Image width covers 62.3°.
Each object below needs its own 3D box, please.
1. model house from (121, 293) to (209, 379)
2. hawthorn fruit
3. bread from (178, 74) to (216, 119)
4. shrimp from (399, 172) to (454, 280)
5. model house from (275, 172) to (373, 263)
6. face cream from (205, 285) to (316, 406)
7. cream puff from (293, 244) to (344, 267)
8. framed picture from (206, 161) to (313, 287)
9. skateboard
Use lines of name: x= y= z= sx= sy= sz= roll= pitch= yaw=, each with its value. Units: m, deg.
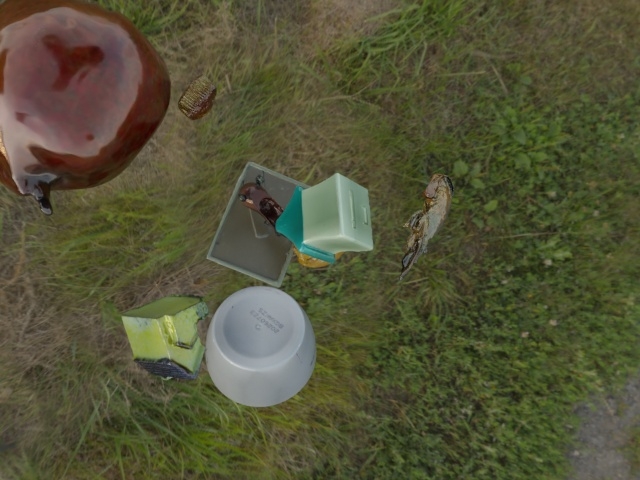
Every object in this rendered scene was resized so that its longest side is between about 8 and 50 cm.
model house: x=-0.381 y=0.265 z=1.389 sx=0.170 sy=0.194 sz=0.211 roll=-23 pitch=104 yaw=-52
hawthorn fruit: x=-0.414 y=-0.230 z=0.867 sx=0.309 sy=0.308 sz=0.324 roll=27 pitch=94 yaw=-13
bread: x=-0.223 y=-0.261 z=0.981 sx=0.053 sy=0.085 sz=0.085 roll=37 pitch=76 yaw=-14
shrimp: x=0.209 y=-0.038 z=1.139 sx=0.262 sy=0.066 sz=0.117 roll=-53 pitch=128 yaw=-28
model house: x=0.005 y=-0.032 z=0.941 sx=0.101 sy=0.149 sz=0.126 roll=23 pitch=58 yaw=-51
face cream: x=-0.062 y=0.110 z=0.554 sx=0.117 sy=0.104 sz=0.117 roll=1 pitch=56 yaw=-2
cream puff: x=0.000 y=0.000 z=1.192 sx=0.133 sy=0.119 sz=0.104 roll=-34 pitch=61 yaw=5
framed picture: x=-0.135 y=-0.040 z=1.249 sx=0.189 sy=0.023 sz=0.259 roll=21 pitch=78 yaw=-2
skateboard: x=-0.110 y=-0.059 z=1.109 sx=0.151 sy=0.080 sz=0.067 roll=47 pitch=70 yaw=-12
